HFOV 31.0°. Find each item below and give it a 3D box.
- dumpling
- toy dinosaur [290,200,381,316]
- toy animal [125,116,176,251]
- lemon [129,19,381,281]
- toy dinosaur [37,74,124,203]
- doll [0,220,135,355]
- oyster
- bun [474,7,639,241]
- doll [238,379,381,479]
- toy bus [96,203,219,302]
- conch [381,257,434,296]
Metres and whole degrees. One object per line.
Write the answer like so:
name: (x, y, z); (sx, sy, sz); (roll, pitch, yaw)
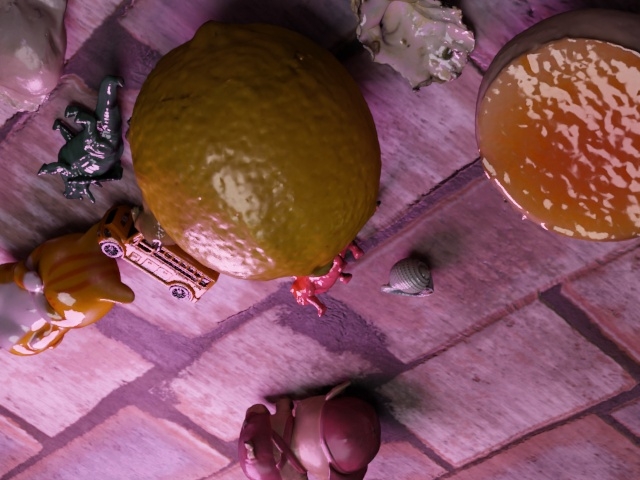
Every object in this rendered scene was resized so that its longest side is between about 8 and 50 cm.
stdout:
dumpling: (-0.407, -0.266, 1.557); (0.136, 0.118, 0.199); (23, 115, -8)
toy dinosaur: (-0.007, -0.002, 1.745); (0.139, 0.070, 0.286); (37, 136, 12)
toy animal: (-0.235, -0.081, 1.670); (0.103, 0.101, 0.218); (-1, 109, 3)
lemon: (-0.082, -0.112, 1.471); (0.336, 0.336, 0.336); (9, 136, 9)
toy dinosaur: (-0.342, -0.155, 1.672); (0.120, 0.079, 0.292); (13, 140, -3)
doll: (-0.439, 0.087, 1.892); (0.270, 0.162, 0.166); (-25, 92, 42)
oyster: (0.105, -0.267, 1.425); (0.209, 0.072, 0.133); (19, 134, -31)
bun: (0.337, -0.145, 1.397); (0.299, 0.165, 0.299); (13, 123, 20)
doll: (-0.014, 0.356, 2.031); (0.256, 0.152, 0.196); (-14, 120, 15)
toy bus: (-0.248, 0.009, 1.803); (0.194, 0.083, 0.088); (35, 131, -20)
conch: (0.136, 0.056, 1.747); (0.085, 0.056, 0.076); (-1, 157, 47)
